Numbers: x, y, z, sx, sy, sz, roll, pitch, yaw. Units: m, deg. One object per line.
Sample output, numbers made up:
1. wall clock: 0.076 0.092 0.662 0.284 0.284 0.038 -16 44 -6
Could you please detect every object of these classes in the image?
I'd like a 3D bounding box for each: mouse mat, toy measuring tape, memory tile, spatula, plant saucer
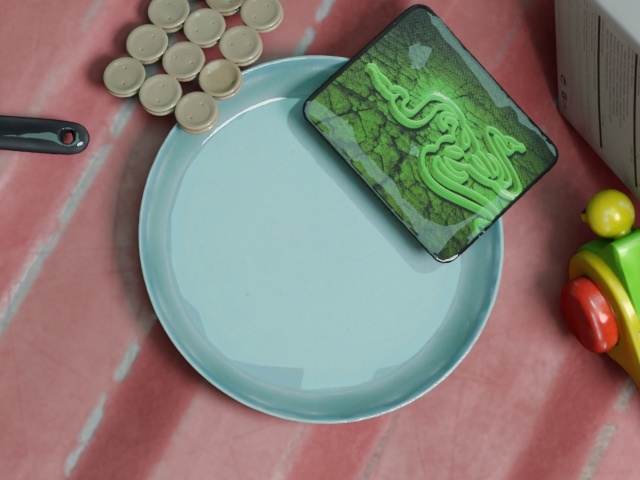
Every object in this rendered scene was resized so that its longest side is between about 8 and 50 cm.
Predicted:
1. mouse mat: 0.096 -0.094 1.715 0.152 0.007 0.189 -43 92 -14
2. toy measuring tape: 0.288 0.102 1.737 0.121 0.121 0.330 -26 110 -13
3. memory tile: -0.108 -0.167 1.699 0.113 0.012 0.148 25 69 16
4. spatula: -0.342 -0.100 1.660 0.296 0.030 0.084 5 79 -10
5. plant saucer: 0.000 0.000 1.707 0.318 0.044 0.317 2 81 -10

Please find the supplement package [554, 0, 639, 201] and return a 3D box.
1. supplement package: 0.339 -0.123 1.646 0.177 0.175 0.293 -20 43 -14
